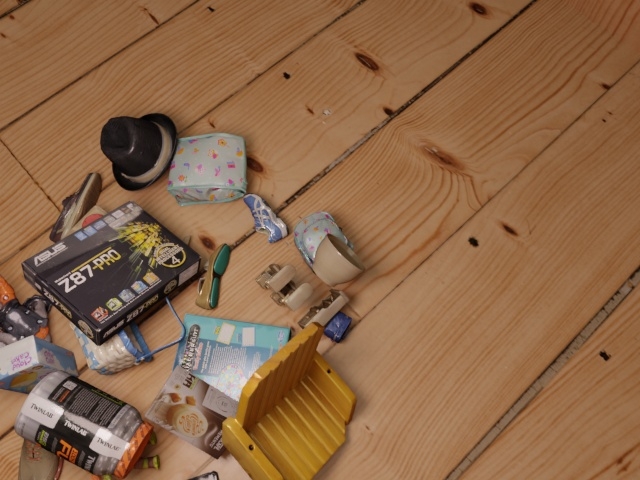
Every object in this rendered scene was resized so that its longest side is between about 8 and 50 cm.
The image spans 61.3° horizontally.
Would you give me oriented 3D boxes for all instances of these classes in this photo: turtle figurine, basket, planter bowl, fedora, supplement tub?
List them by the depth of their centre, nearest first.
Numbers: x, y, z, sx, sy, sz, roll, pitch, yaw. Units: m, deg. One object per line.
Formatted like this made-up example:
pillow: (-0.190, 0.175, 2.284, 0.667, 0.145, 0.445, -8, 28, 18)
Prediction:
supplement tub: (-0.632, 0.504, 1.467, 0.316, 0.193, 0.193, 26, 70, 1)
turtle figurine: (-0.581, 0.647, 1.562, 0.217, 0.087, 0.269, -11, 59, -12)
planter bowl: (0.043, 0.072, 1.648, 0.109, 0.162, 0.162, -47, 72, 12)
basket: (-0.588, 0.256, 1.659, 0.289, 0.201, 0.254, -30, 68, -5)
fedora: (-0.653, -0.336, 1.866, 0.334, 0.152, 0.334, -13, 64, 27)

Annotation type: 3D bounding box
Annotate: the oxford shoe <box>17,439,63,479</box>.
oxford shoe: (-0.822, 0.591, 1.564, 0.123, 0.130, 0.348, -1, 68, 1)

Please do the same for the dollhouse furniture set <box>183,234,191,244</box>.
dollhouse furniture set: (-0.432, 0.036, 1.821, 0.081, 0.091, 0.114, 17, 65, -9)

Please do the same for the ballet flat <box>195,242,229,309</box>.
ballet flat: (-0.363, 0.113, 1.786, 0.073, 0.080, 0.232, 3, 66, 18)

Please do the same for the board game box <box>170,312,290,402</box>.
board game box: (-0.276, 0.377, 1.672, 0.336, 0.079, 0.253, 8, 69, 4)

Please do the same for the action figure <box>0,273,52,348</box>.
action figure: (-0.977, 0.263, 1.632, 0.330, 0.179, 0.341, 43, 61, -24)

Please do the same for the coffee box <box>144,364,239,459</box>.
coffee box: (-0.352, 0.492, 1.548, 0.247, 0.098, 0.141, 33, 112, -6)

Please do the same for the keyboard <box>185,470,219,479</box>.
keyboard: (-0.375, 0.745, 1.555, 0.180, 0.023, 0.108, -17, 62, -5)

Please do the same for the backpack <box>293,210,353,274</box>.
backpack: (0.000, 0.000, 1.791, 0.166, 0.144, 0.188, -33, 69, -7)

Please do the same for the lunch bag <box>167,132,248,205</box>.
lunch bag: (-0.382, -0.248, 1.890, 0.262, 0.160, 0.223, -5, 67, 5)

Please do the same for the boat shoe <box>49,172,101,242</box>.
boat shoe: (-0.850, -0.115, 1.872, 0.092, 0.103, 0.285, 16, 75, 2)

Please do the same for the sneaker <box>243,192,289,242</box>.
sneaker: (-0.202, -0.080, 1.858, 0.081, 0.080, 0.211, -39, 71, -17)

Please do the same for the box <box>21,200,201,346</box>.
box: (-0.609, 0.082, 1.616, 0.318, 0.097, 0.395, 36, 47, 15)

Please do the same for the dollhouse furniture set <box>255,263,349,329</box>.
dollhouse furniture set: (-0.057, 0.152, 1.698, 0.161, 0.212, 0.242, -44, 100, -14)

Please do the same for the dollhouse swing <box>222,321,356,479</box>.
dollhouse swing: (-0.044, 0.450, 1.440, 0.315, 0.305, 0.347, 48, 50, 8)

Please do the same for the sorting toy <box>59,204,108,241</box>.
sorting toy: (-0.728, 0.049, 1.769, 0.255, 0.089, 0.257, 39, 73, -3)

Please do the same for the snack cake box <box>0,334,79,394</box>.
snack cake box: (-0.842, 0.370, 1.582, 0.152, 0.264, 0.089, -21, 69, -7)

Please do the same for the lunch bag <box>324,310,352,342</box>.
lunch bag: (0.057, 0.278, 1.714, 0.065, 0.067, 0.098, 27, 73, 12)
